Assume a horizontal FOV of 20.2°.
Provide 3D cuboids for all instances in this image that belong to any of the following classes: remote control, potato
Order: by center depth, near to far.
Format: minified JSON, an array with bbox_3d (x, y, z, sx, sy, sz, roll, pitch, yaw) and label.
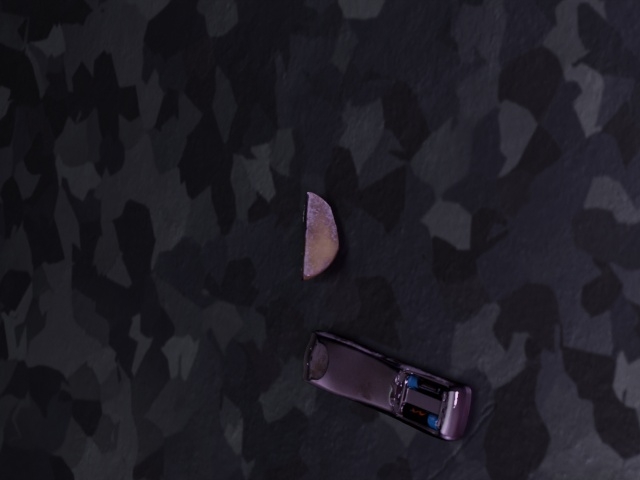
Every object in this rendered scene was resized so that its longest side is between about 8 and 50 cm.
[{"bbox_3d":[0.058,0.134,1.679,0.212,0.028,0.059,17,102,47],"label":"remote control"},{"bbox_3d":[0.000,0.001,1.751,0.037,0.036,0.093,97,176,-63],"label":"potato"}]
